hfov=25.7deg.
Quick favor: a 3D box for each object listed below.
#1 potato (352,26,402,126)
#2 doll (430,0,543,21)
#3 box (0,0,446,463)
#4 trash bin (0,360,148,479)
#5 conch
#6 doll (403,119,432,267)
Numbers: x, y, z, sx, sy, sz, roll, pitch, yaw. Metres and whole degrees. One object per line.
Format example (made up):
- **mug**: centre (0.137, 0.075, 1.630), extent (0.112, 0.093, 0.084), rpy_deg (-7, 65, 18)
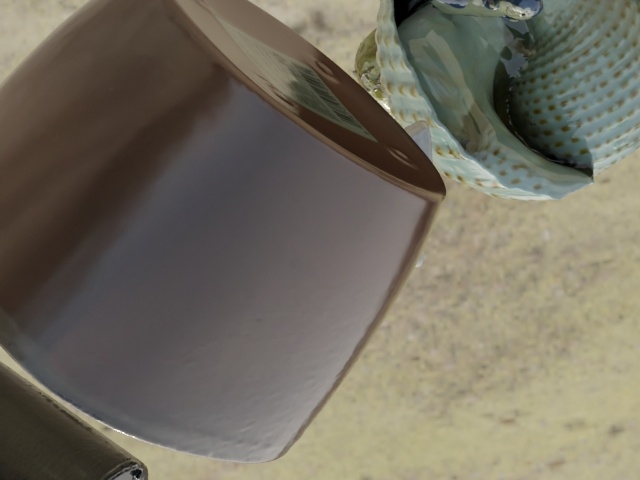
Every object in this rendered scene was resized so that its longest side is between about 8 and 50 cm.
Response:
- **potato**: centre (0.124, -0.185, 1.721), extent (0.117, 0.090, 0.225), rpy_deg (-44, 134, 5)
- **doll**: centre (0.140, -0.208, 1.224), extent (0.125, 0.027, 0.037), rpy_deg (9, 168, 43)
- **box**: centre (-0.073, -0.025, 0.909), extent (0.216, 0.301, 0.301), rpy_deg (-48, 138, 14)
- **trash bin**: centre (-0.362, 0.251, 1.561), extent (0.301, 0.203, 0.252), rpy_deg (31, -174, 20)
- **conch**: centre (0.177, -0.182, 1.380), extent (0.303, 0.319, 0.215), rpy_deg (-39, -176, -26)
- **doll**: centre (0.000, 0.000, 1.154), extent (0.217, 0.085, 0.183), rpy_deg (-28, 141, -29)
